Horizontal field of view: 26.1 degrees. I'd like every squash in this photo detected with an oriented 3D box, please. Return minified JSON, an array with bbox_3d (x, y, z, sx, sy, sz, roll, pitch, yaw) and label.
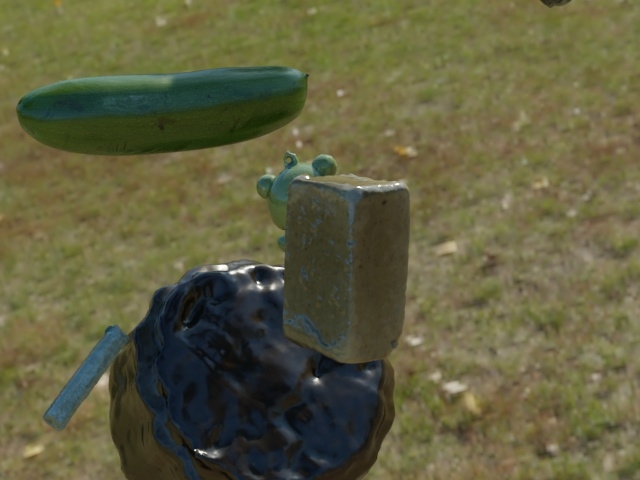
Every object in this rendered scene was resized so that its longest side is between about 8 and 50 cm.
[{"bbox_3d":[-0.151,-0.127,1.366,0.292,0.082,0.082,-5,19,-13],"label":"squash"}]

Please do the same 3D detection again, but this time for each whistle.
[{"bbox_3d":[0.000,0.000,2.090,0.131,0.288,0.106,-19,8,16],"label":"whistle"}]

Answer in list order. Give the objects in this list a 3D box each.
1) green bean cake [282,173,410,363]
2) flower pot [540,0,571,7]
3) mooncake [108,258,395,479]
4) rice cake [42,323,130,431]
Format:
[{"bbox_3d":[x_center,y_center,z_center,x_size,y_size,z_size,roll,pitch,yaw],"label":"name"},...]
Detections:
[{"bbox_3d":[0.025,0.025,1.371,0.085,0.179,0.109,-6,10,-40],"label":"green bean cake"},{"bbox_3d":[0.320,-0.511,2.161,0.283,0.299,0.299,-41,15,18],"label":"flower pot"},{"bbox_3d":[-0.074,0.178,1.588,0.324,0.324,0.187,-30,-13,-32],"label":"mooncake"},{"bbox_3d":[-0.217,0.126,1.283,0.021,0.022,0.121,-22,27,48],"label":"rice cake"}]
